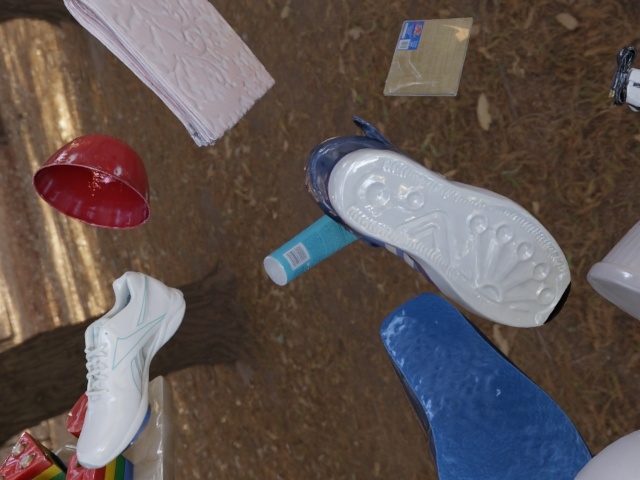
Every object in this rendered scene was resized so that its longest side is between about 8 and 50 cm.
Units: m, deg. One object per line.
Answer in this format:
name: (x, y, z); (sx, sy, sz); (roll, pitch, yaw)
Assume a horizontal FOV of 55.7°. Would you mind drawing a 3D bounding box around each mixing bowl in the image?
mixing bowl: (-0.351, -0.105, 0.972); (0.181, 0.181, 0.098); (134, 150, -56)

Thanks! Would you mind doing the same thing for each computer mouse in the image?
computer mouse: (0.619, -0.301, 1.181); (0.042, 0.193, 0.106); (14, 97, 44)

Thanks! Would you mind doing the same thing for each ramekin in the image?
ramekin: (0.520, 0.069, 0.817); (0.273, 0.273, 0.127); (34, 93, 48)

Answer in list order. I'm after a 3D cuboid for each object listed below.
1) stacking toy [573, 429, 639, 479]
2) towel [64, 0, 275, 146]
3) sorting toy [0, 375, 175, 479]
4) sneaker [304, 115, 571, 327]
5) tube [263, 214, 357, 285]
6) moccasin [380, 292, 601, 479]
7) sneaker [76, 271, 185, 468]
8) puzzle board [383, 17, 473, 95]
stacking toy: (0.340, 0.092, 0.273); (0.350, 0.480, 0.350); (-12, -90, -88)
towel: (-0.241, -0.341, 1.068); (0.053, 0.332, 0.317); (-34, 106, 29)
sorting toy: (-0.312, 0.296, 0.746); (0.089, 0.257, 0.255); (54, -178, -26)
sneaker: (0.127, -0.027, 0.749); (0.130, 0.323, 0.236); (-60, 16, 6)
tube: (0.000, 0.000, 0.994); (0.052, 0.207, 0.080); (15, 128, 45)
moccasin: (0.165, 0.175, 0.544); (0.117, 0.138, 0.342); (54, -169, -33)
sneaker: (-0.158, 0.094, 0.464); (0.054, 0.061, 0.152); (-10, 53, 35)
puzzle board: (0.145, -0.244, 0.807); (0.096, 0.128, 0.011); (6, 156, 25)
